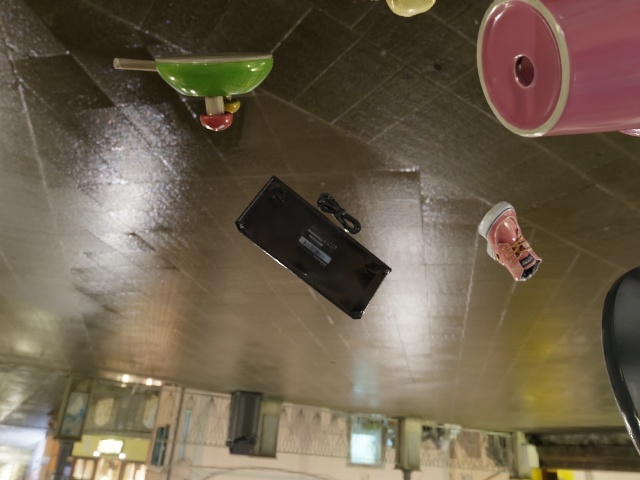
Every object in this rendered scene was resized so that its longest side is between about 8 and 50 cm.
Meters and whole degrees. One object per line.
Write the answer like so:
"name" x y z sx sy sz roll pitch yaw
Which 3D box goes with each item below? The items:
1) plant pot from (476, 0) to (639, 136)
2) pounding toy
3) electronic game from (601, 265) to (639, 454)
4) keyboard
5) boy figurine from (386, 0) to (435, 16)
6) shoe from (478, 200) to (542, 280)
"plant pot" 0.256 -0.181 0.485 0.180 0.201 0.201 -19 159 -11
"pounding toy" -0.187 -0.245 0.866 0.237 0.110 0.183 12 -154 31
"electronic game" 0.296 0.120 0.387 0.229 0.229 0.048 15 143 -21
"keyboard" 0.000 0.000 0.617 0.180 0.108 0.023 38 158 -8
"boy figurine" 0.080 -0.499 0.930 0.285 0.177 0.092 25 173 -12
"shoe" 0.303 0.006 0.833 0.063 0.081 0.178 -41 149 1
